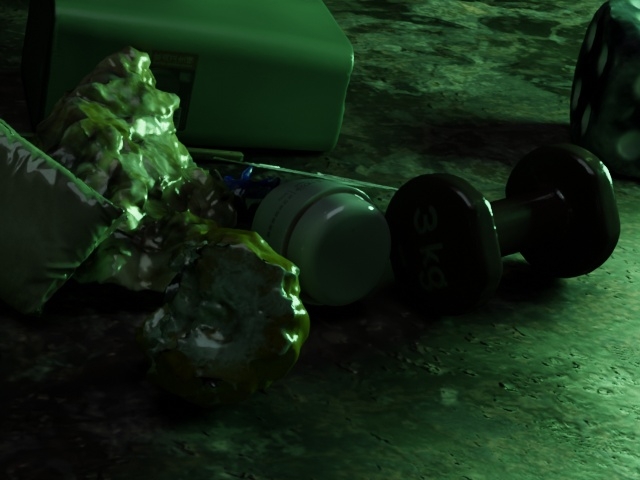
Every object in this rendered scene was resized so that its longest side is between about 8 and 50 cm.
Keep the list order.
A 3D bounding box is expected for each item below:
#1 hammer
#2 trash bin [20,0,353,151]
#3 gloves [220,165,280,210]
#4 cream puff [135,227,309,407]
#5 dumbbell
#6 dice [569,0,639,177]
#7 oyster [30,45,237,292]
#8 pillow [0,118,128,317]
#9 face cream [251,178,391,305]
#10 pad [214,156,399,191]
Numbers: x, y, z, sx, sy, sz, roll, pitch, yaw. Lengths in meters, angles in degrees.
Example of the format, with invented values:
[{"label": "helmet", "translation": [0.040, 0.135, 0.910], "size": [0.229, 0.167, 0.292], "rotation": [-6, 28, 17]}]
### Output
[{"label": "hammer", "translation": [-0.220, -0.100, 1.807], "size": [0.292, 0.029, 0.058], "rotation": [4, 31, -22]}, {"label": "trash bin", "translation": [-0.154, -0.211, 1.917], "size": [0.343, 0.158, 0.223], "rotation": [3, 26, -16]}, {"label": "gloves", "translation": [-0.075, -0.058, 1.779], "size": [0.064, 0.026, 0.086], "rotation": [23, 29, 30]}, {"label": "cream puff", "translation": [-0.081, 0.067, 1.404], "size": [0.121, 0.156, 0.156], "rotation": [18, 23, -17]}, {"label": "dumbbell", "translation": [0.180, -0.013, 1.654], "size": [0.225, 0.140, 0.124], "rotation": [-16, 6, -41]}, {"label": "dice", "translation": [0.408, -0.183, 2.043], "size": [0.181, 0.183, 0.182], "rotation": [8, 28, -7]}, {"label": "oyster", "translation": [-0.190, -0.064, 1.639], "size": [0.237, 0.115, 0.351], "rotation": [6, 41, -8]}, {"label": "pillow", "translation": [-0.272, -0.024, 1.500], "size": [0.181, 0.134, 0.078], "rotation": [34, -11, 16]}, {"label": "face cream", "translation": [0.000, 0.000, 1.585], "size": [0.117, 0.117, 0.104], "rotation": [-9, 23, -34]}, {"label": "pad", "translation": [0.010, -0.064, 1.735], "size": [0.156, 0.004, 0.232], "rotation": [13, 4, 29]}]
